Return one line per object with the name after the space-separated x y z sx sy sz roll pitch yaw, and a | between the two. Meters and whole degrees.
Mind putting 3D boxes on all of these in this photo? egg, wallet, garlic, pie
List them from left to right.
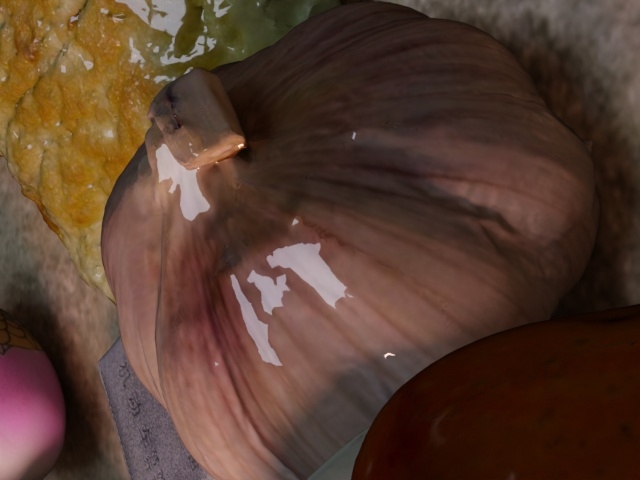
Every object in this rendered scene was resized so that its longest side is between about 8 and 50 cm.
-0.343 0.152 1.558 0.271 0.196 0.196 32 119 34 | egg
-0.134 -0.149 1.255 0.418 0.180 0.395 42 132 30 | pie
-0.120 0.156 1.368 0.167 0.036 0.222 -48 54 46 | wallet
0.013 0.006 0.991 0.322 0.241 0.321 0 90 35 | garlic

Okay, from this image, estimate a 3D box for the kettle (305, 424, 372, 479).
0.116 0.293 0.839 0.319 0.247 0.342 -49 54 9 | kettle

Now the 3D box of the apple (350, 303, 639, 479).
0.184 0.171 0.624 0.329 0.365 0.295 -91 11 -74 | apple
